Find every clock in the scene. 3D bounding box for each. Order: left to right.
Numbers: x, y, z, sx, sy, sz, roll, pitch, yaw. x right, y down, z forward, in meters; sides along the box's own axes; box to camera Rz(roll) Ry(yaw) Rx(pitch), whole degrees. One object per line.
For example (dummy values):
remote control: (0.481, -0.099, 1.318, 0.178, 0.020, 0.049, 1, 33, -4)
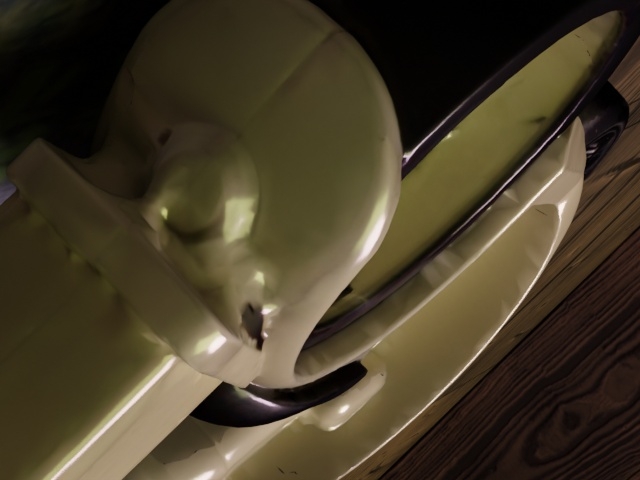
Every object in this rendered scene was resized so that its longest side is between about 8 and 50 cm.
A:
clock: (0.000, 0.000, 0.679, 0.276, 0.120, 0.379, -43, 166, -2)

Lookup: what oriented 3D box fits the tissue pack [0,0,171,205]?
tissue pack: (-0.063, -0.124, 0.567, 0.288, 0.124, 0.394, -26, 164, -35)
